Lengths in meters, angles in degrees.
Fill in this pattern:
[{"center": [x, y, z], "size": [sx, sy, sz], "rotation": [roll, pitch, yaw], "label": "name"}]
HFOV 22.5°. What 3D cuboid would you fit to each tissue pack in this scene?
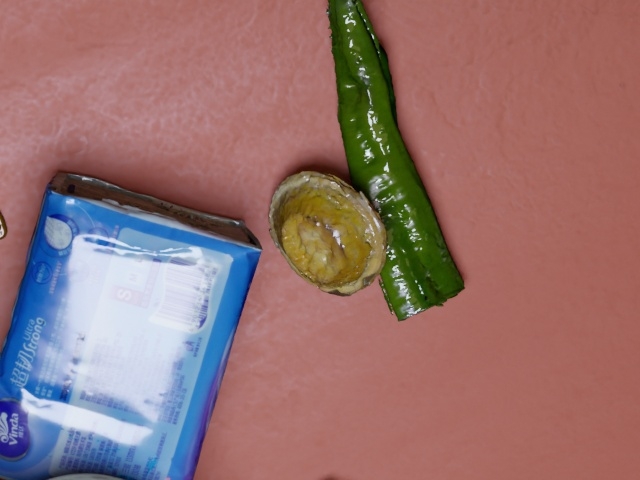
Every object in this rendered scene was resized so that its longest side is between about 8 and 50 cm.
[{"center": [-0.185, 0.092, 1.457], "size": [0.198, 0.146, 0.263], "rotation": [16, 98, -9], "label": "tissue pack"}]

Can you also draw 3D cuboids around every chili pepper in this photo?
[{"center": [0.048, -0.096, 1.501], "size": [0.085, 0.076, 0.359], "rotation": [-27, 107, -23], "label": "chili pepper"}]

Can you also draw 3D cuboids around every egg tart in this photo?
[{"center": [0.000, 0.000, 1.492], "size": [0.129, 0.049, 0.128], "rotation": [15, 123, 25], "label": "egg tart"}]

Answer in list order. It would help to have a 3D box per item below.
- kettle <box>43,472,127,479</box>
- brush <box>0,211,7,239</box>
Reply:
[{"center": [-0.295, 0.328, 1.407], "size": [0.247, 0.342, 0.319], "rotation": [-39, 98, -42], "label": "kettle"}, {"center": [-0.327, -0.077, 1.476], "size": [0.043, 0.014, 0.169], "rotation": [-24, 104, -6], "label": "brush"}]
